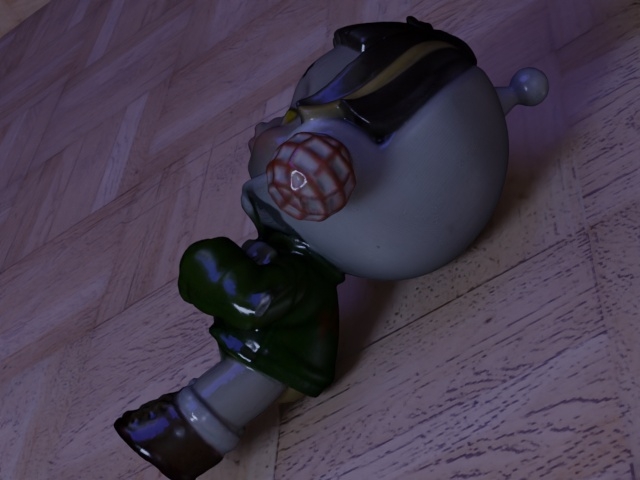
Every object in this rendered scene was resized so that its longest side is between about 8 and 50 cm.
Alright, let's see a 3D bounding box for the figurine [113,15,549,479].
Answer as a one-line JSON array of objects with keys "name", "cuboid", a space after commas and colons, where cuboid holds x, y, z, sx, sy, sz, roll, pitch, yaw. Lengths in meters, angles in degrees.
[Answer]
[{"name": "figurine", "cuboid": [0.000, 0.000, 0.947, 0.370, 0.167, 0.281, -53, -2, -3]}]
